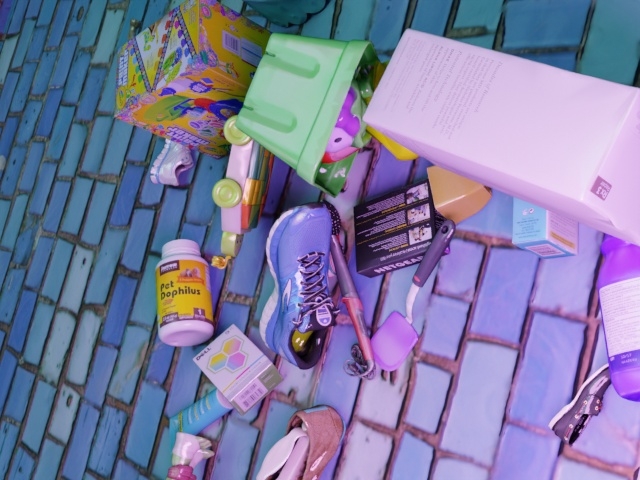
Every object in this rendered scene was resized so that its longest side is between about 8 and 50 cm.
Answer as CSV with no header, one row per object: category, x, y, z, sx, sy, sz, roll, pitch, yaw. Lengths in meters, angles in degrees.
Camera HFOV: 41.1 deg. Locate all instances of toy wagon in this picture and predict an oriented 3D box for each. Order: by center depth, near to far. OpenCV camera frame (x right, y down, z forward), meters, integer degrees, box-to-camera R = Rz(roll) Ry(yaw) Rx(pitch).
toy wagon,-0.149,-0.110,1.696,0.068,0.267,0.344,11,94,6

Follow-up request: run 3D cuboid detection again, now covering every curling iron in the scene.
curling iron,0.047,0.118,1.526,0.068,0.035,0.274,-26,69,37

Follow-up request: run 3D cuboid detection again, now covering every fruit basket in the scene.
fruit basket,0.080,-0.205,1.485,0.392,0.392,0.283,25,93,46

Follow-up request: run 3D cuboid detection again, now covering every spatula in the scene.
spatula,0.159,0.092,1.438,0.084,0.030,0.296,49,127,42

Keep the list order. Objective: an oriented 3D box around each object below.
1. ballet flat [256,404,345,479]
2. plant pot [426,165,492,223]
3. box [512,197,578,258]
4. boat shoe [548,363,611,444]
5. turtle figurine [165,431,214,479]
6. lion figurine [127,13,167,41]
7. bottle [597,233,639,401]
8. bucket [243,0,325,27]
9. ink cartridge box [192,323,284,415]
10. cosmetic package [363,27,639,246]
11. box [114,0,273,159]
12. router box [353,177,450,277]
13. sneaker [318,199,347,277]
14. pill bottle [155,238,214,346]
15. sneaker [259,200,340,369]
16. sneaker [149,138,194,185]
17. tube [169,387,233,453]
ballet flat,-0.070,0.440,1.491,0.116,0.124,0.342,30,97,46
plant pot,0.237,-0.088,1.423,0.083,0.081,0.081,-22,60,24
box,0.344,-0.102,1.304,0.060,0.100,0.244,-9,68,42
boat shoe,0.375,0.227,1.191,0.042,0.049,0.133,47,111,38
turtle figurine,-0.242,0.518,1.611,0.274,0.198,0.266,-3,57,33
lion figurine,-0.405,-0.436,2.156,0.392,0.142,0.240,18,95,62
bottle,0.437,0.070,1.155,0.118,0.092,0.283,-18,63,35
bucket,-0.098,-0.624,1.870,0.281,0.183,0.281,-20,61,40
ink cartridge box,-0.176,0.238,1.684,0.109,0.062,0.209,-41,44,-11
cosmetic package,0.274,-0.145,1.166,0.385,0.217,0.156,27,93,41
box,-0.237,-0.338,1.823,0.279,0.290,0.177,-21,62,39
router box,0.139,-0.020,1.513,0.179,0.046,0.133,-19,63,39
sneaker,0.000,0.000,1.632,0.075,0.057,0.161,-25,61,29
pill bottle,-0.294,0.110,1.836,0.117,0.117,0.215,-29,56,34
sneaker,-0.017,0.085,1.516,0.147,0.129,0.330,40,133,46
sneaker,-0.333,-0.213,2.045,0.083,0.071,0.191,17,78,13
tube,-0.251,0.362,1.756,0.207,0.052,0.080,-39,38,34
